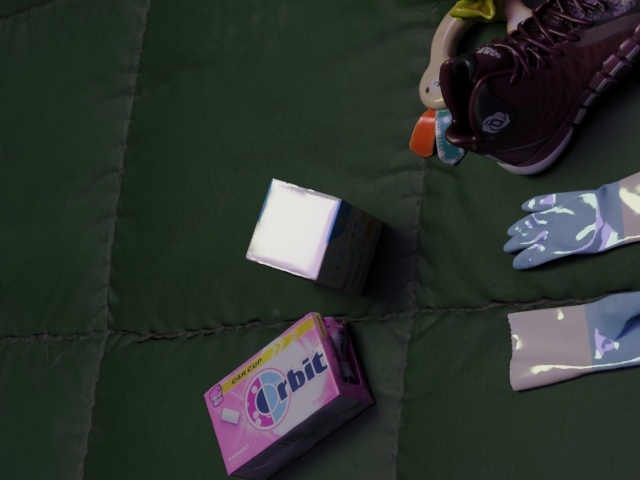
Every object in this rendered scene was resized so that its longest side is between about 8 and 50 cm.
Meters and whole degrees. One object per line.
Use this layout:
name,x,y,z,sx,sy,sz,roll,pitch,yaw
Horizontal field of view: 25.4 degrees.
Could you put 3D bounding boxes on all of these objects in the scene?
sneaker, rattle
sneaker,0.214,-0.188,1.367,0.106,0.162,0.281,51,122,41
rattle,0.132,-0.187,1.491,0.130,0.143,0.199,44,101,22

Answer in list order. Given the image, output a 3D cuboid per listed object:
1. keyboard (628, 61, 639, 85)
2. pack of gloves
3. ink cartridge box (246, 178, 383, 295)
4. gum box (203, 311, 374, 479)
keyboard,0.330,-0.207,1.398,0.192,0.038,0.100,53,135,38
pack of gloves,0.266,0.027,1.360,0.232,0.046,0.195,-17,66,37
ink cartridge box,0.000,0.000,1.551,0.090,0.143,0.092,17,87,26
gum box,-0.034,0.172,1.568,0.188,0.062,0.107,-39,54,27
